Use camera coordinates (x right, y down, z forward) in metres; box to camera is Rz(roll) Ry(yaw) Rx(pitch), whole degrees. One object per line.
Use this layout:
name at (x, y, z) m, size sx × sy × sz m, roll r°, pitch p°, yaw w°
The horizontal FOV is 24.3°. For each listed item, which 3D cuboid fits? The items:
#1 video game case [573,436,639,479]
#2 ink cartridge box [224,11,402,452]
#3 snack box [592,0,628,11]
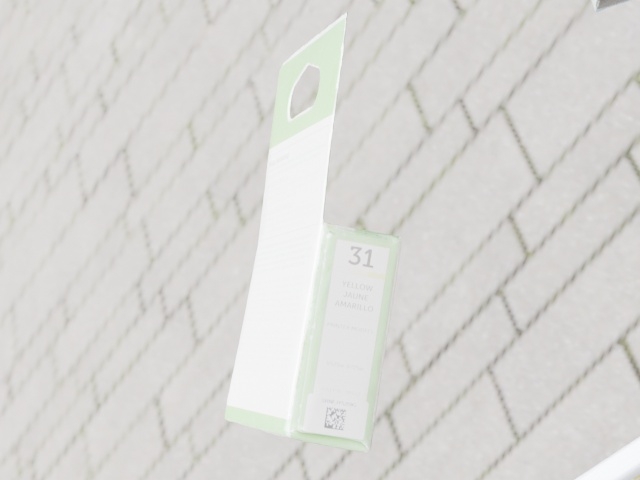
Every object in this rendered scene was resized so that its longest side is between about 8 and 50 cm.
video game case at (0.312, 0.162, 1.057) m, size 0.227 × 0.206 × 0.026 m, roll -43°, pitch 42°, yaw 36°
ink cartridge box at (0.000, 0.000, 0.879) m, size 0.171 × 0.056 × 0.235 m, roll 166°, pitch 115°, yaw -75°
snack box at (0.157, -0.260, 0.824) m, size 0.060 × 0.322 × 0.187 m, roll -19°, pitch 82°, yaw 5°
